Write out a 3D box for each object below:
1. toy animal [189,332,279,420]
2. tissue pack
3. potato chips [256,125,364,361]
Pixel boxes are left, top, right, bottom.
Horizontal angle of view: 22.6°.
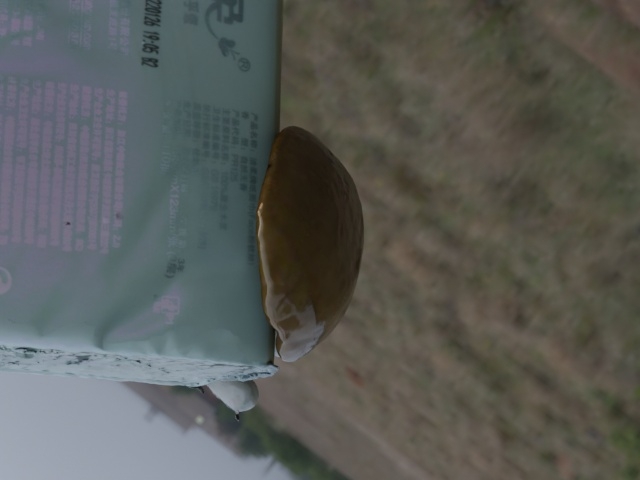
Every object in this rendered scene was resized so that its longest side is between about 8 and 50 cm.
[{"bbox_3d":[-0.092,0.031,1.719,0.174,0.289,0.249,50,168,46],"label":"toy animal"},{"bbox_3d":[-0.209,-0.088,1.369,0.331,0.405,0.205,7,165,-26],"label":"tissue pack"},{"bbox_3d":[0.000,0.000,1.346,0.061,0.195,0.208,-3,-173,18],"label":"potato chips"}]
